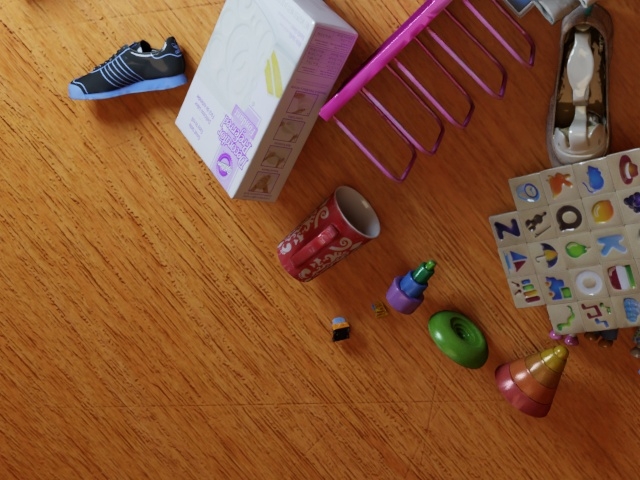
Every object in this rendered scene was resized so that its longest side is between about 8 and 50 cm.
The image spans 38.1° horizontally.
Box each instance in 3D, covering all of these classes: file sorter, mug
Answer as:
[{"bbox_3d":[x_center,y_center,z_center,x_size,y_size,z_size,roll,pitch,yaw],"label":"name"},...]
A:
[{"bbox_3d":[0.178,-0.260,1.471,0.182,0.202,0.290,45,117,-8],"label":"file sorter"},{"bbox_3d":[-0.002,-0.008,1.663,0.169,0.150,0.113,-38,63,31],"label":"mug"}]

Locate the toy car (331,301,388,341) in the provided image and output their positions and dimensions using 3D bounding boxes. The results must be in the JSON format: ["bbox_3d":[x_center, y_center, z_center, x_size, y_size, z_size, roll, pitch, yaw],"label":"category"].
[{"bbox_3d":[0.071,0.153,1.770,0.122,0.060,0.040,-21,60,6],"label":"toy car"}]

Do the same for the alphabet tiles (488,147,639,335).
[{"bbox_3d":[0.447,0.010,1.504,0.342,0.011,0.285,-12,100,38],"label":"alphabet tiles"}]

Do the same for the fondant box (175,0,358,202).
[{"bbox_3d":[-0.100,-0.264,1.542,0.238,0.096,0.330,51,125,38],"label":"fondant box"}]

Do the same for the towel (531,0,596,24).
[{"bbox_3d":[0.365,-0.522,1.331,0.324,0.056,0.312,-40,95,6],"label":"towel"}]

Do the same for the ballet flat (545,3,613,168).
[{"bbox_3d":[0.408,-0.212,1.470,0.107,0.106,0.316,0,111,17],"label":"ballet flat"}]

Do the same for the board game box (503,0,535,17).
[{"bbox_3d":[0.274,-0.519,1.416,0.305,0.053,0.193,46,115,-5],"label":"board game box"}]

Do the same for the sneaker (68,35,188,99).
[{"bbox_3d":[-0.354,-0.311,1.680,0.232,0.081,0.090,-7,107,12],"label":"sneaker"}]

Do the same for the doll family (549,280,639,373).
[{"bbox_3d":[0.519,0.114,1.582,0.263,0.118,0.163,23,124,27],"label":"doll family"}]

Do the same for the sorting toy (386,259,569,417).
[{"bbox_3d":[0.294,0.156,1.638,0.365,0.127,0.126,37,120,-1],"label":"sorting toy"}]
